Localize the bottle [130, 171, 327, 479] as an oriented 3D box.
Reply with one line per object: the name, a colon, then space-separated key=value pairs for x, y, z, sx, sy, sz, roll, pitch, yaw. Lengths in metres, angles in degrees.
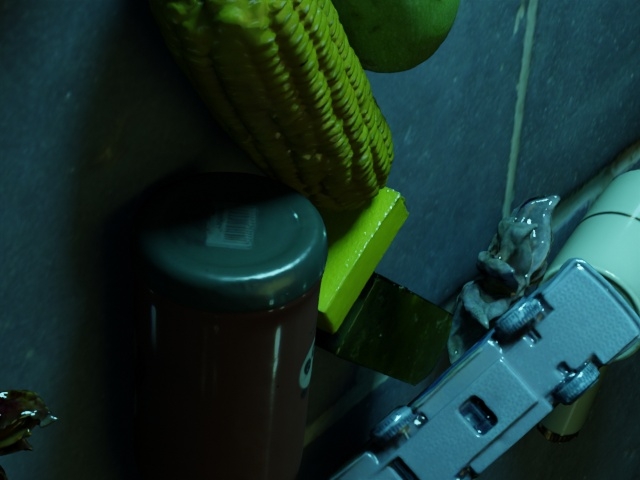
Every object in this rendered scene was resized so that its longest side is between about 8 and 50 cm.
bottle: x=-0.075 y=0.119 z=1.532 sx=0.144 sy=0.144 sz=0.336 roll=-36 pitch=143 yaw=-41

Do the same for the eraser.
eraser: x=0.000 y=0.000 z=1.610 sx=0.122 sy=0.097 sz=0.045 roll=-57 pitch=151 yaw=-16

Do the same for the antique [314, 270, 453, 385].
antique: x=0.042 y=0.070 z=1.764 sx=0.081 sy=0.080 sz=0.221 roll=-62 pitch=154 yaw=-1

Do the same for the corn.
corn: x=-0.028 y=-0.119 z=1.434 sx=0.120 sy=0.120 sz=0.363 roll=-57 pitch=152 yaw=-11

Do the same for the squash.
squash: x=0.036 y=-0.269 z=1.423 sx=0.118 sy=0.118 sz=0.370 roll=-46 pitch=146 yaw=-30

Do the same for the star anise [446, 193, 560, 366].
star anise: x=0.182 y=0.043 z=1.997 sx=0.180 sy=0.061 sz=0.204 roll=-4 pitch=119 yaw=-67

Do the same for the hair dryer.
hair dryer: x=0.300 y=0.109 z=2.203 sx=0.203 sy=0.128 sz=0.362 roll=-50 pitch=162 yaw=-45

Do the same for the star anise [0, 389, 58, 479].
star anise: x=-0.243 y=0.156 z=1.367 sx=0.097 sy=0.070 sz=0.191 roll=-6 pitch=124 yaw=-27

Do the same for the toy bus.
toy bus: x=0.154 y=0.153 z=1.871 sx=0.329 sy=0.109 sz=0.136 roll=-42 pitch=177 yaw=8
